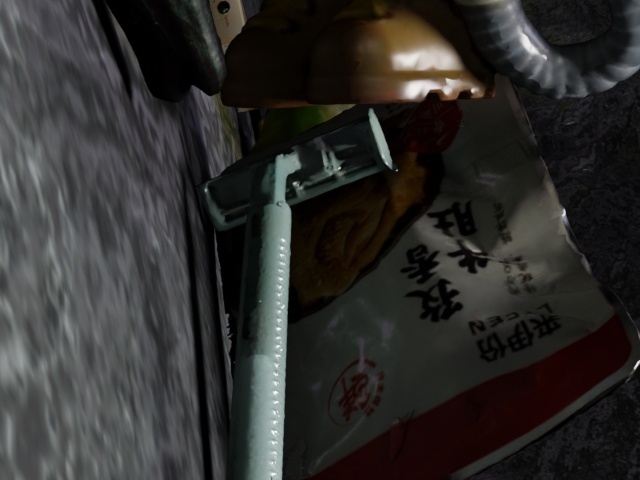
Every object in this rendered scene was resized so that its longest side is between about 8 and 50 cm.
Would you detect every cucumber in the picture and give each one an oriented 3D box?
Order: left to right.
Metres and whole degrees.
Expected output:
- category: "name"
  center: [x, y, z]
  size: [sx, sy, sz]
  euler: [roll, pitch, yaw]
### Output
- category: "cucumber"
  center: [-0.059, -0.099, 0.389]
  size: [0.034, 0.033, 0.135]
  euler: [-44, 131, -43]

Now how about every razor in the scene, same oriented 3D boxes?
- category: "razor"
  center: [-0.019, 0.027, 0.460]
  size: [0.036, 0.084, 0.211]
  euler: [56, 23, -31]

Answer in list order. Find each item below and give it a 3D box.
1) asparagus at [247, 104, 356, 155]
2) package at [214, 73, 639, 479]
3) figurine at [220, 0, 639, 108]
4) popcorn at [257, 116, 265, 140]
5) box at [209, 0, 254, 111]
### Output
- category: "asparagus"
  center: [0.001, -0.001, 0.833]
  size: [0.085, 0.082, 0.343]
  euler: [30, 34, -23]
- category: "package"
  center: [0.029, 0.005, 0.520]
  size: [0.030, 0.154, 0.239]
  euler: [50, 18, -38]
- category: "figurine"
  center: [-0.011, -0.241, 0.484]
  size: [0.186, 0.261, 0.382]
  euler: [-15, 106, -52]
- category: "popcorn"
  center: [0.047, -0.103, 1.153]
  size: [0.250, 0.190, 0.250]
  euler: [-57, 165, -25]
- category: "box"
  center: [-0.058, -0.134, 0.892]
  size: [0.083, 0.024, 0.053]
  euler: [71, 6, -60]
